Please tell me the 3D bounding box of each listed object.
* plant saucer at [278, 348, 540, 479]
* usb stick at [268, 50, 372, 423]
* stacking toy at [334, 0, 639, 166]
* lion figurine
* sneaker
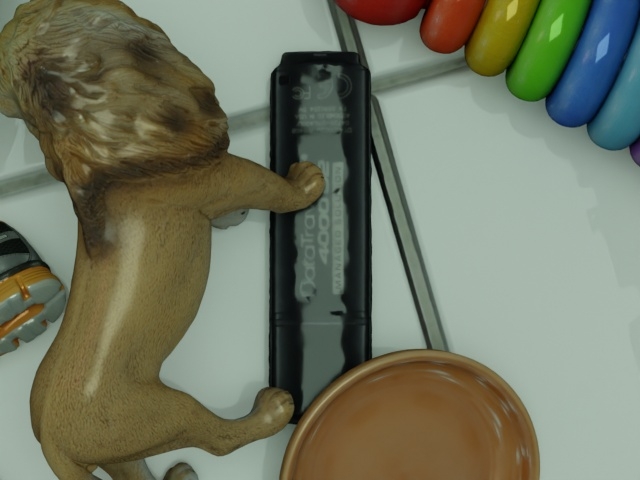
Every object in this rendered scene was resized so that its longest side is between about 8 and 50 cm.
[{"bbox_3d":[0.062,0.172,1.403,0.200,0.037,0.200,-4,104,-18],"label":"plant saucer"},{"bbox_3d":[0.000,0.000,1.424,0.077,0.045,0.278,0,88,1],"label":"usb stick"},{"bbox_3d":[0.157,-0.153,1.407,0.330,0.141,0.141,22,86,-1],"label":"stacking toy"},{"bbox_3d":[-0.128,0.034,1.315,0.240,0.142,0.392,12,78,-48],"label":"lion figurine"},{"bbox_3d":[-0.286,0.065,1.383,0.215,0.084,0.083,-30,62,-1],"label":"sneaker"}]
